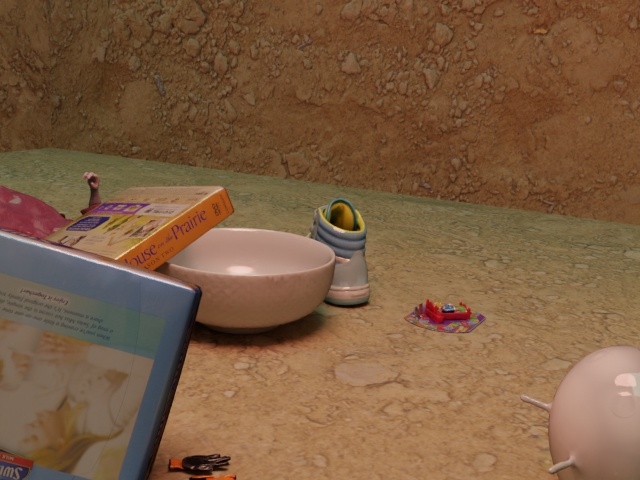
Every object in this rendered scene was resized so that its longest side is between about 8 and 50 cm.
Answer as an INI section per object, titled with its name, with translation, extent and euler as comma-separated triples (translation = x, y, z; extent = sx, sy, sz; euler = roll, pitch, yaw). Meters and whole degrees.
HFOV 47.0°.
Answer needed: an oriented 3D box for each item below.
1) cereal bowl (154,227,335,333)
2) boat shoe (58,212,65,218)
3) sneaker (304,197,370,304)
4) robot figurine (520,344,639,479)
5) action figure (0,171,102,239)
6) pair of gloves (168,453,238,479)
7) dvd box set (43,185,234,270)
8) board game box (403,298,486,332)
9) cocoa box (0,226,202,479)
[cereal bowl]
translation = -0.144, 0.081, 1.358
extent = 0.339, 0.141, 0.339
euler = 3, 13, -1
[boat shoe]
translation = -0.726, -0.047, 1.935
extent = 0.045, 0.050, 0.135
euler = 13, 16, 16
[sneaker]
translation = 0.000, 0.000, 1.588
extent = 0.127, 0.208, 0.319
euler = -8, 17, -36
[robot figurine]
translation = 0.406, 0.218, 0.798
extent = 0.354, 0.199, 0.300
euler = 4, 12, 0
[action figure]
translation = -0.544, 0.015, 1.576
extent = 0.370, 0.275, 0.248
euler = 18, 38, -20
[pair of gloves]
translation = -0.137, 0.270, 0.850
extent = 0.074, 0.010, 0.083
euler = -2, 12, -16
[dvd box set]
translation = -0.394, 0.026, 1.273
extent = 0.308, 0.062, 0.420
euler = 2, 32, 42
[board game box]
translation = 0.249, 0.138, 1.452
extent = 0.133, 0.033, 0.169
euler = 11, 16, 29
[cocoa box]
translation = -0.317, 0.109, 0.750
extent = 0.347, 0.231, 0.228
euler = 17, -6, -6
